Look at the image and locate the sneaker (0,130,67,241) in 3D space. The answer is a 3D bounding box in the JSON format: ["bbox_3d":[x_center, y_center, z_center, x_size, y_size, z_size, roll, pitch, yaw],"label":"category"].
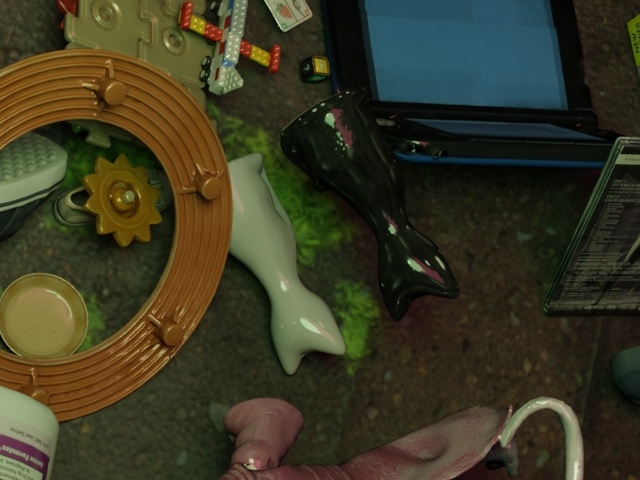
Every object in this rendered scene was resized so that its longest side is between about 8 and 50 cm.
[{"bbox_3d":[-0.359,-0.011,1.644,0.126,0.127,0.321,32,34,33],"label":"sneaker"}]

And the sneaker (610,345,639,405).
[{"bbox_3d":[0.426,0.202,1.893,0.319,0.112,0.131,21,64,-14],"label":"sneaker"}]

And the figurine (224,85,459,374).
[{"bbox_3d":[0.000,0.000,1.750,0.209,0.215,0.092,62,30,2],"label":"figurine"}]

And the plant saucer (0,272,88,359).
[{"bbox_3d":[-0.250,0.071,1.714,0.083,0.015,0.083,6,71,-19],"label":"plant saucer"}]

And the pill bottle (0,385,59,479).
[{"bbox_3d":[-0.317,0.271,1.538,0.169,0.169,0.302,15,68,-17],"label":"pill bottle"}]

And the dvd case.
[{"bbox_3d":[0.325,-0.011,1.872,0.164,0.221,0.018,0,43,-22],"label":"dvd case"}]

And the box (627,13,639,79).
[{"bbox_3d":[0.440,-0.170,1.942,0.117,0.243,0.214,-5,76,-23],"label":"box"}]

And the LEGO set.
[{"bbox_3d":[-0.079,-0.246,1.834,0.182,0.060,0.244,-35,98,-42],"label":"LEGO set"}]

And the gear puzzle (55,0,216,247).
[{"bbox_3d":[-0.176,-0.147,1.771,0.175,0.044,0.339,18,61,-38],"label":"gear puzzle"}]

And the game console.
[{"bbox_3d":[0.167,-0.172,1.880,0.293,0.250,0.173,0,100,-22],"label":"game console"}]

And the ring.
[{"bbox_3d":[-0.214,0.003,1.636,0.336,0.032,0.337,-14,116,-31],"label":"ring"}]

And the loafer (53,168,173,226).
[{"bbox_3d":[-0.183,-0.041,1.763,0.125,0.039,0.045,-15,79,-25],"label":"loafer"}]

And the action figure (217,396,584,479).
[{"bbox_3d":[0.009,0.255,1.633,0.370,0.275,0.248,5,78,-35],"label":"action figure"}]
